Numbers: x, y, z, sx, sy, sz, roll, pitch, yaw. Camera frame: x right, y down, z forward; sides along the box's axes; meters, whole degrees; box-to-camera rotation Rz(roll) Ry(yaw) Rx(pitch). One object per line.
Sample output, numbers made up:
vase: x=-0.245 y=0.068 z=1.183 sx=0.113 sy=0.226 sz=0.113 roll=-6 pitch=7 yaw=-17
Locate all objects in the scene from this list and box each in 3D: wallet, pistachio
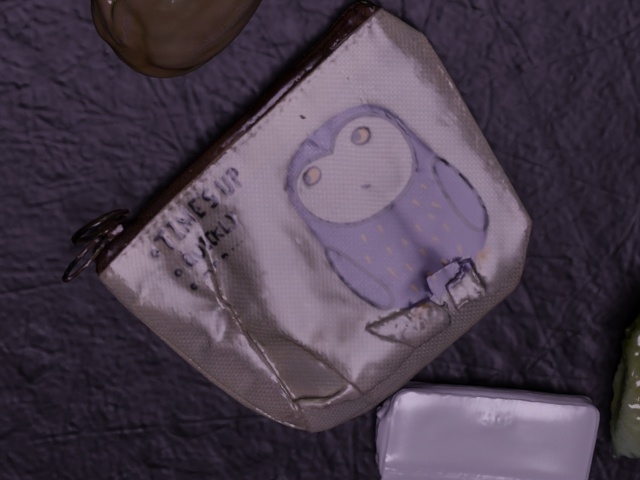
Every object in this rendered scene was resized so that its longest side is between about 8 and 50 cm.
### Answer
wallet: x=0.137 y=0.165 z=1.626 sx=0.190 sy=0.033 sz=0.095 roll=8 pitch=105 yaw=-8
wallet: x=-0.001 y=-0.002 z=1.542 sx=0.335 sy=0.068 sz=0.275 roll=-42 pitch=104 yaw=6
pistachio: x=-0.094 y=-0.234 z=1.429 sx=0.138 sy=0.153 sz=0.238 roll=19 pitch=105 yaw=32

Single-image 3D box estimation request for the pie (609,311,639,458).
pie: x=0.383 y=0.112 z=1.615 sx=0.302 sy=0.067 sz=0.302 roll=-2 pitch=108 yaw=-6
